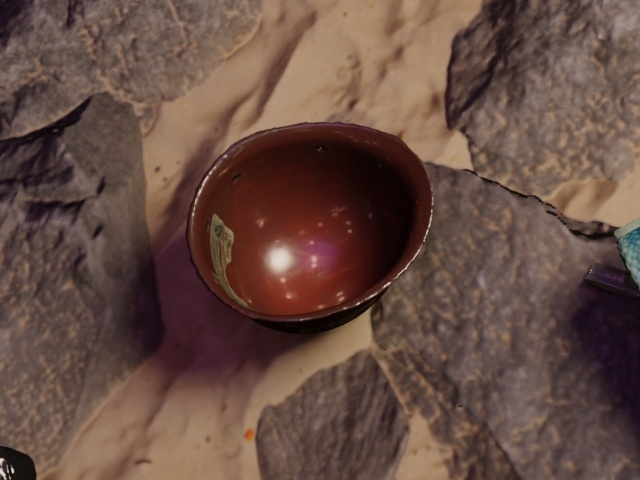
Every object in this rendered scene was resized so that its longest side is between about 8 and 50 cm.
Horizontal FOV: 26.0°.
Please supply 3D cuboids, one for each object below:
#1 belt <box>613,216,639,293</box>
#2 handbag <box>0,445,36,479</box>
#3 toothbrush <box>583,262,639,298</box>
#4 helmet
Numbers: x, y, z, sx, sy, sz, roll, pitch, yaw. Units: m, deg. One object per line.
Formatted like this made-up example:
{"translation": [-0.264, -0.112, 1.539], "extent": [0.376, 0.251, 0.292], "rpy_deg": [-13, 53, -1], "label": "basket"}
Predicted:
{"translation": [0.276, 0.108, 0.870], "extent": [0.072, 0.087, 0.302], "rpy_deg": [-32, 65, 21], "label": "belt"}
{"translation": [-0.315, 0.285, 0.989], "extent": [0.244, 0.088, 0.275], "rpy_deg": [-8, 69, 17], "label": "handbag"}
{"translation": [0.272, 0.051, 0.942], "extent": [0.194, 0.014, 0.017], "rpy_deg": [20, 76, 24], "label": "toothbrush"}
{"translation": [0.000, 0.000, 0.998], "extent": [0.175, 0.106, 0.155], "rpy_deg": [-30, 65, -3], "label": "helmet"}
